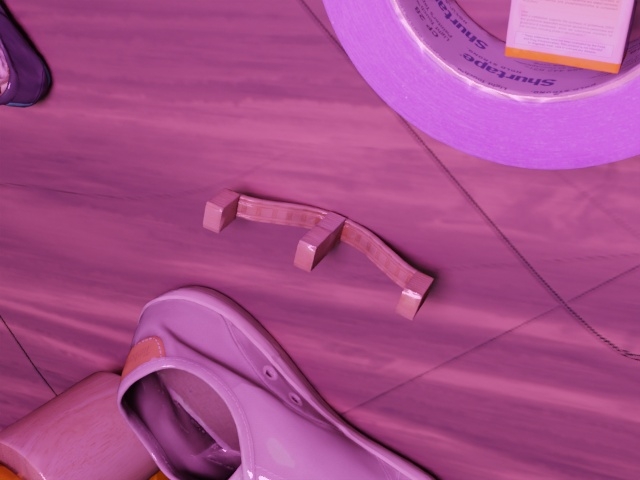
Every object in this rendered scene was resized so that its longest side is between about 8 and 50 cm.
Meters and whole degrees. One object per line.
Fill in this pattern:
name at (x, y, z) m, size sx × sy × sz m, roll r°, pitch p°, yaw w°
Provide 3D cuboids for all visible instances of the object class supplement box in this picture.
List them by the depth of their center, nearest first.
supplement box at (0.135, -0.142, 0.469) m, size 0.062 × 0.036 × 0.098 m, roll 14°, pitch 121°, yaw 19°

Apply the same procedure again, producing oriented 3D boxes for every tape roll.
tape roll at (0.135, -0.184, 0.525) m, size 0.275 × 0.090 × 0.274 m, roll 12°, pitch 121°, yaw 20°

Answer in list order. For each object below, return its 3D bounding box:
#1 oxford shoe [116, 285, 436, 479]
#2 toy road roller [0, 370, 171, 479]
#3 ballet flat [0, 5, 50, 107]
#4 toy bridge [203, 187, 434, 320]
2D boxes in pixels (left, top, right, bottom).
oxford shoe at (-0.009, 0.230, 0.795) m, size 0.449 × 0.130 × 0.169 m, roll 44°, pitch 124°, yaw -2°
toy road roller at (-0.295, 0.259, 0.911) m, size 0.241 × 0.202 × 0.329 m, roll 29°, pitch 126°, yaw 23°
ballet flat at (-0.305, -0.194, 0.747) m, size 0.074 × 0.074 × 0.203 m, roll -30°, pitch 100°, yaw 35°
toy bridge at (0.000, 0.000, 0.704) m, size 0.188 × 0.063 × 0.026 m, roll 24°, pitch 124°, yaw 15°
